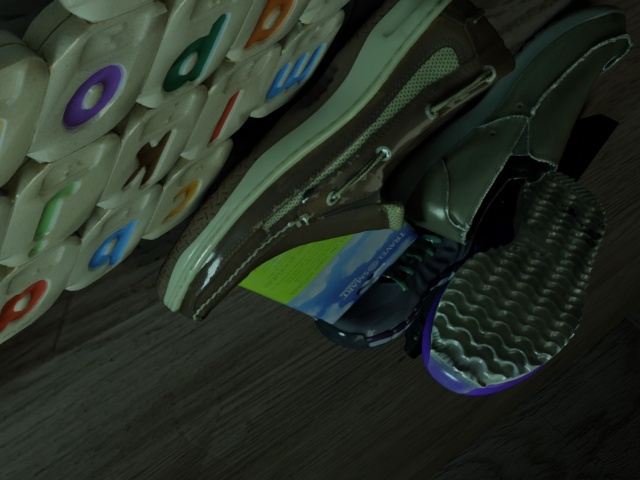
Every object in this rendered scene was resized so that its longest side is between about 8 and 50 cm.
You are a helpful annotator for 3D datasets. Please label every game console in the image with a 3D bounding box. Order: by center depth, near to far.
[{"bbox_3d":[0.192,0.008,1.078,0.213,0.044,0.361,-31,158,-36],"label":"game console"}]

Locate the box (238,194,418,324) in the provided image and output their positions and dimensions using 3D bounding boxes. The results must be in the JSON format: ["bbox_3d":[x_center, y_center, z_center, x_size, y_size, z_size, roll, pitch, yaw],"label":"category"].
[{"bbox_3d":[0.000,0.000,0.700,0.109,0.042,0.178,-46,155,6],"label":"box"}]

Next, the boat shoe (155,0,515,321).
[{"bbox_3d":[0.011,-0.036,0.560,0.257,0.095,0.095,-48,180,12],"label":"boat shoe"}]

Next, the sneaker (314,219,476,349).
[{"bbox_3d":[0.074,0.009,0.848,0.224,0.083,0.098,-36,147,-46],"label":"sneaker"}]

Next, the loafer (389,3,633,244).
[{"bbox_3d":[0.173,-0.091,0.794,0.251,0.087,0.094,-44,160,2],"label":"loafer"}]

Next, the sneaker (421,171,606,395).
[{"bbox_3d":[0.158,0.062,0.827,0.293,0.102,0.146,-44,166,-48],"label":"sneaker"}]

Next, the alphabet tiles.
[{"bbox_3d":[-0.068,-0.067,0.404,0.284,0.021,0.278,-40,169,-43],"label":"alphabet tiles"}]
